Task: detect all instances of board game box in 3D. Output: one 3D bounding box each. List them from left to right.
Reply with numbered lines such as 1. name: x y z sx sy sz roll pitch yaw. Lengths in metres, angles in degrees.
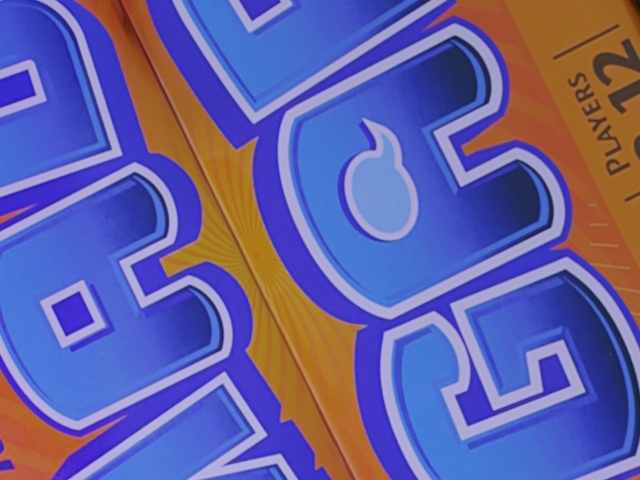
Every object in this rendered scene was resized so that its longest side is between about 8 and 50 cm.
1. board game box: 0.000 0.000 0.921 0.356 0.356 0.356 -27 87 10
